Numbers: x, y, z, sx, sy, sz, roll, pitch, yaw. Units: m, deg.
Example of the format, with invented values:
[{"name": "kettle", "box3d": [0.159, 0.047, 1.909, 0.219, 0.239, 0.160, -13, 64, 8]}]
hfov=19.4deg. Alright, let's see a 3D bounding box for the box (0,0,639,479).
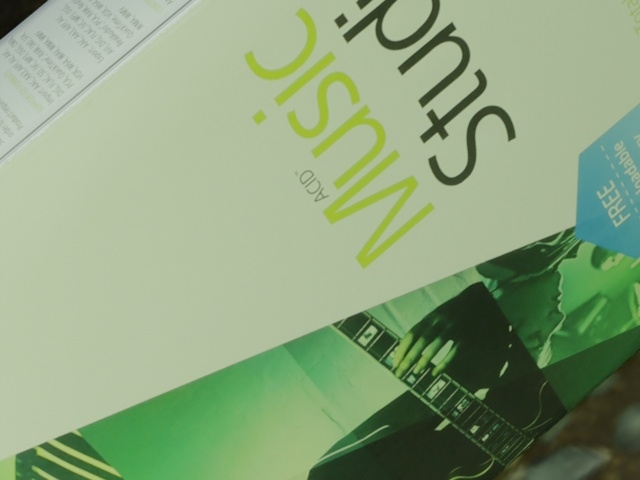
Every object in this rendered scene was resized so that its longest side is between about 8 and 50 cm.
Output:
[{"name": "box", "box3d": [0.000, 0.000, 0.590, 0.322, 0.232, 0.058, -40, 40, -4]}]
